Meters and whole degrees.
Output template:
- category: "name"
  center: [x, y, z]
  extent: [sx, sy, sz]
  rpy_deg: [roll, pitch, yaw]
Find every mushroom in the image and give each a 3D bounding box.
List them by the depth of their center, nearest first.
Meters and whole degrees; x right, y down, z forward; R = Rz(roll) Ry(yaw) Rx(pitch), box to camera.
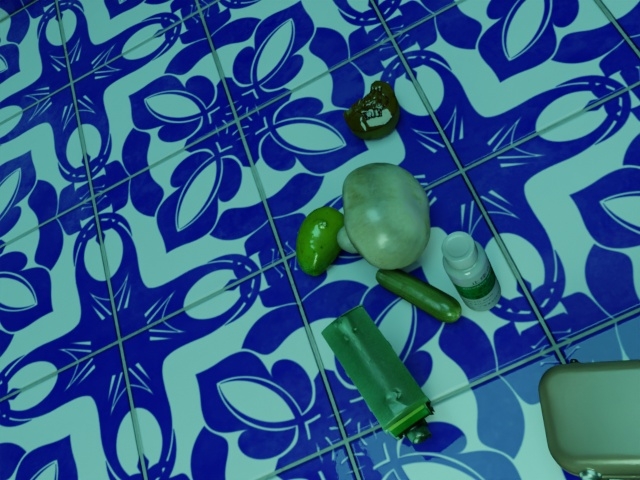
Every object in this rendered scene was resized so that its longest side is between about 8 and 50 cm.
- category: "mushroom"
  center: [0.130, -0.048, 1.801]
  extent: [0.234, 0.260, 0.254]
  rpy_deg: [-29, 89, 35]

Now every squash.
- category: "squash"
  center: [0.225, 0.121, 1.767]
  extent: [0.228, 0.066, 0.066]
  rpy_deg: [29, 79, 32]

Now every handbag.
- category: "handbag"
  center: [0.569, 0.361, 1.431]
  extent: [0.301, 0.149, 0.283]
  rpy_deg: [-9, 64, 27]

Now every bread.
- category: "bread"
  center: [0.145, -0.331, 2.017]
  extent: [0.156, 0.086, 0.125]
  rpy_deg: [-44, 58, -2]

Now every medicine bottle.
- category: "medicine bottle"
  center: [0.318, 0.066, 1.639]
  extent: [0.095, 0.260, 0.095]
  rpy_deg: [-11, 61, 20]

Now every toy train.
- category: "toy train"
  center: [0.129, 0.293, 1.642]
  extent: [0.120, 0.202, 0.301]
  rpy_deg: [-34, 56, -2]

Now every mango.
- category: "mango"
  center: [-0.001, 0.000, 1.906]
  extent: [0.119, 0.100, 0.179]
  rpy_deg: [18, 81, 27]
